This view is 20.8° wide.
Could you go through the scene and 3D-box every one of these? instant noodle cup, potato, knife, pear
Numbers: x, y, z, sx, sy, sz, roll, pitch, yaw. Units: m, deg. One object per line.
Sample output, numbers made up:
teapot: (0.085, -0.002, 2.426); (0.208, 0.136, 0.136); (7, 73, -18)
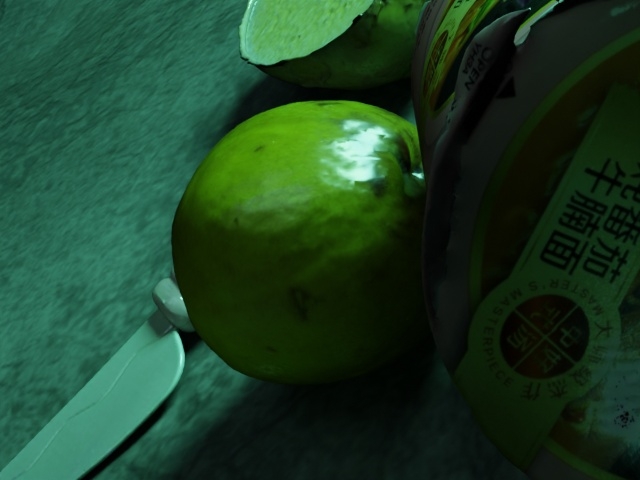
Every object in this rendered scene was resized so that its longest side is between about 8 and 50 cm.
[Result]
instant noodle cup: (0.136, -0.040, 0.756); (0.244, 0.244, 0.255); (-37, 22, 8)
potato: (0.030, -0.157, 1.152); (0.164, 0.081, 0.200); (-51, 28, 0)
knife: (-0.102, 0.073, 1.060); (0.336, 0.043, 0.081); (-50, 37, -2)
pear: (0.000, 0.000, 0.913); (0.162, 0.149, 0.149); (-25, 34, 30)
